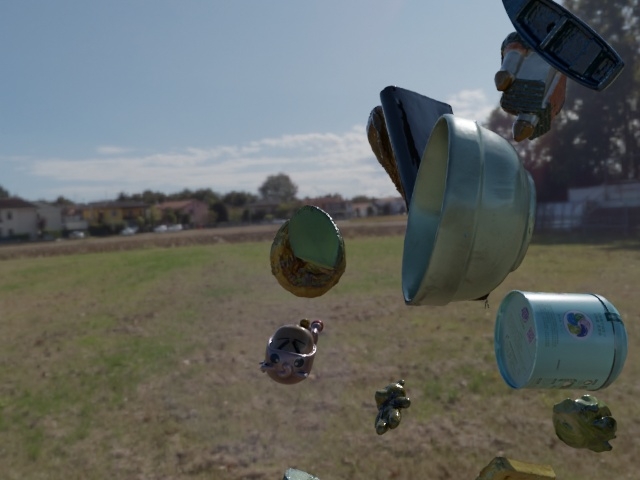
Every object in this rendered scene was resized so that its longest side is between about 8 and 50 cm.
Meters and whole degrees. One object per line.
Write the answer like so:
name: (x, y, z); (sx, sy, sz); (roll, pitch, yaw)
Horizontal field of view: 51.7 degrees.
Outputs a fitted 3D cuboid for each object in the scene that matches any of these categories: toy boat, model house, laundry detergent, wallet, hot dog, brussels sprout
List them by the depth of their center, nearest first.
toy boat: (0.469, -0.408, 1.306); (0.061, 0.299, 0.096); (-13, -34, -51)
wallet: (0.247, -0.125, 1.407); (0.228, 0.406, 0.062); (4, -24, -40)
brussels sprout: (0.636, 0.446, 1.594); (0.181, 0.139, 0.100); (33, 19, -36)
model house: (0.581, -0.412, 1.915); (0.190, 0.301, 0.271); (16, -27, 27)
laundry detergent: (0.703, 0.292, 1.919); (0.305, 0.288, 0.287); (3, 2, -8)
hot dog: (0.268, -0.241, 1.992); (0.174, 0.387, 0.267); (-40, 28, 9)

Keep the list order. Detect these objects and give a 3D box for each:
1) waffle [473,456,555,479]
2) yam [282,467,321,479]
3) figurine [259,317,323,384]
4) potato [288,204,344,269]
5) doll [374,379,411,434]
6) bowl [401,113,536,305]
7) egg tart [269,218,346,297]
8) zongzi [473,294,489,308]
waffle: (0.541, 0.696, 1.876); (0.274, 0.168, 0.057); (20, 25, -34)
yam: (-0.069, 0.788, 1.861); (0.153, 0.255, 0.154); (19, -16, 6)
figurine: (-0.088, 0.322, 2.015); (0.176, 0.186, 0.287); (7, 13, 14)
potato: (0.000, 0.000, 1.460); (0.054, 0.119, 0.198); (25, 8, -44)
doll: (0.201, 0.494, 1.960); (0.137, 0.097, 0.209); (-49, 2, 16)
bowl: (0.234, -0.039, 1.046); (0.163, 0.307, 0.307); (7, 2, -1)
egg tart: (-0.039, 0.042, 1.861); (0.240, 0.241, 0.106); (-5, 2, -24)
zongzi: (0.344, 0.094, 1.718); (0.184, 0.084, 0.187); (6, -32, 28)
